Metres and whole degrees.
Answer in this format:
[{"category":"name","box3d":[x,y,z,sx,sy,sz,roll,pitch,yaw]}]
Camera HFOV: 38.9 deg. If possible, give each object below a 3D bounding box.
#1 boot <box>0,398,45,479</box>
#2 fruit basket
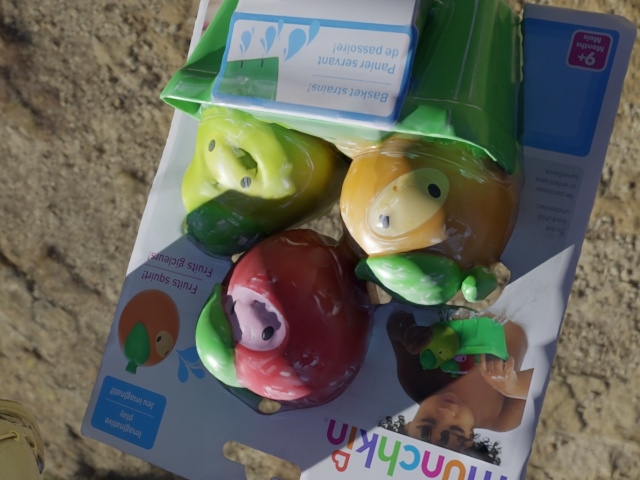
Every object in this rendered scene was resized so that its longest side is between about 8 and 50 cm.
[{"category":"boot","box3d":[-0.248,0.222,0.721,0.203,0.095,0.262,54,164,19]},{"category":"fruit basket","box3d":[0.000,0.000,0.591,0.327,0.353,0.165,13,169,30]}]
